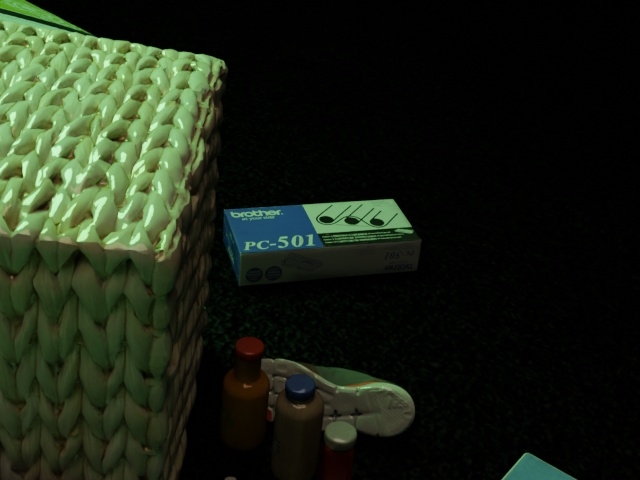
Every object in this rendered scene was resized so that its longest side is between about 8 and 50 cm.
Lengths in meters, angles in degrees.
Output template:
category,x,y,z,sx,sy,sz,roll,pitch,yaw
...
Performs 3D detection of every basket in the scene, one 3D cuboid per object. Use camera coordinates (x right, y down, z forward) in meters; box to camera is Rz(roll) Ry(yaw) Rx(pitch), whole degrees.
category,x,y,z,sx,sy,sz,roll,pitch,yaw
basket,-0.223,0.036,0.683,0.266,0.328,0.331,7,32,-3

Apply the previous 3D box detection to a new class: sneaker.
category,x,y,z,sx,sy,sz,roll,pitch,yaw
sneaker,0.008,0.141,0.824,0.158,0.061,0.065,13,6,9

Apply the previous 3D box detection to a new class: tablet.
category,x,y,z,sx,sy,sz,roll,pitch,yaw
tablet,0.177,0.213,0.766,0.054,0.006,0.083,26,37,29

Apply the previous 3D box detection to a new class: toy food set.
category,x,y,z,sx,sy,sz,roll,pitch,yaw
toy food set,-0.032,0.182,0.687,0.111,0.104,0.232,4,32,-3

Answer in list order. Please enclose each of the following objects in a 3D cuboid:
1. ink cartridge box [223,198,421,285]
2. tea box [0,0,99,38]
category,x,y,z,sx,sy,sz,roll,pitch,yaw
ink cartridge box,0.000,0.000,1.036,0.207,0.046,0.097,-4,32,-15
tea box,-0.422,-0.162,0.964,0.323,0.220,0.329,29,15,32
